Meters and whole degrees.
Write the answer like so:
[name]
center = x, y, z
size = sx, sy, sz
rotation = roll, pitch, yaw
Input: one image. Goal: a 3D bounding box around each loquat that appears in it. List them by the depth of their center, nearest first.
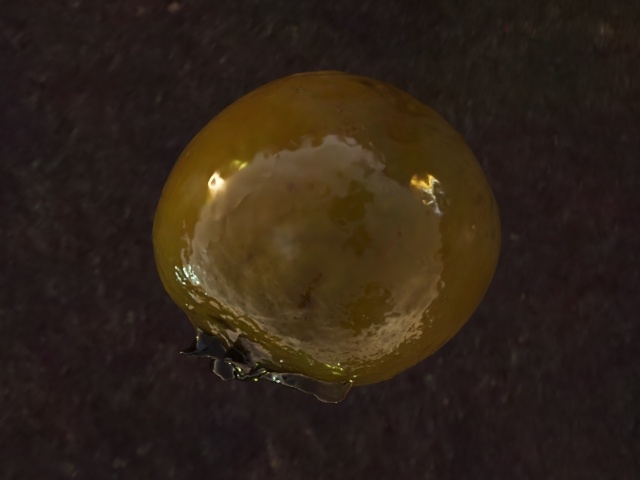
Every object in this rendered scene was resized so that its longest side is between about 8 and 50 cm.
[loquat]
center = 0.000, 0.000, 1.066
size = 0.244, 0.244, 0.243
rotation = 4, 113, 10
